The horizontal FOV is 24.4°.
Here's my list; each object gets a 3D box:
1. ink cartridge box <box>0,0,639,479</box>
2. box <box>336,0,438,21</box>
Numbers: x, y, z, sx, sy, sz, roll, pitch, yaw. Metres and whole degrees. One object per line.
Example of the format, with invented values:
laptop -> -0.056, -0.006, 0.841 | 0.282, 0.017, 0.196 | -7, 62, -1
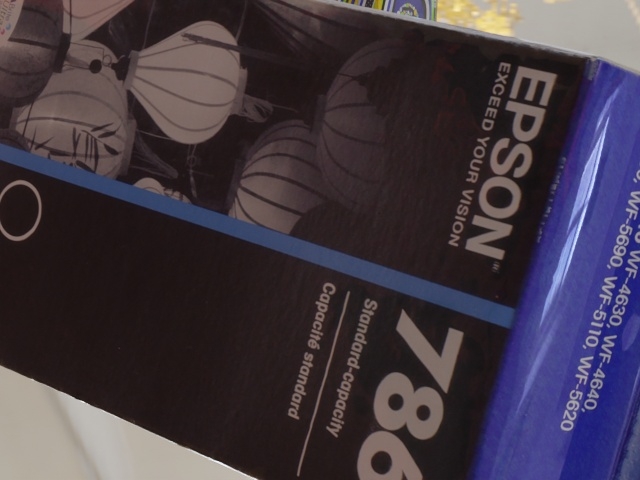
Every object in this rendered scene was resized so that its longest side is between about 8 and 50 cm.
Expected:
ink cartridge box -> 0.000, 0.000, 0.516 | 0.333, 0.065, 0.165 | 16, -87, 32
box -> 0.009, -0.032, 0.614 | 0.059, 0.054, 0.168 | 8, -77, 30
